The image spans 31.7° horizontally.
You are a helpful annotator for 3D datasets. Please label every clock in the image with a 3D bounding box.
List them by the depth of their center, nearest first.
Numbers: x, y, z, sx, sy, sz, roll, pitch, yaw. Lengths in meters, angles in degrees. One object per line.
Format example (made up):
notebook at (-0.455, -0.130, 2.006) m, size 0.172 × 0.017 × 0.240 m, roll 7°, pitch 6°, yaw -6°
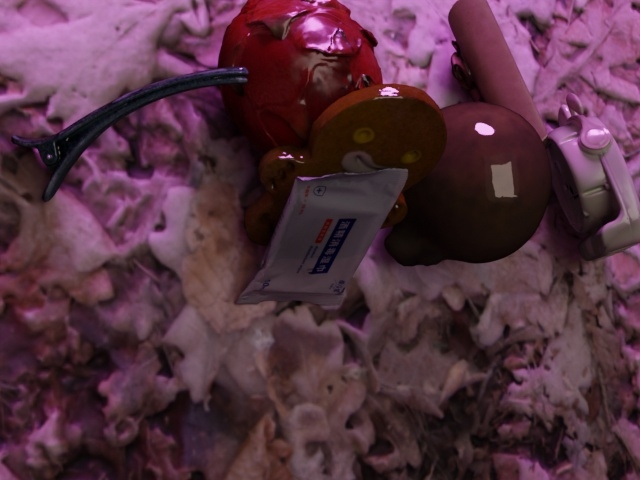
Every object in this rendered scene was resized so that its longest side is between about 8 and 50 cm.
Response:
clock at (0.312, -0.074, 1.317) m, size 0.062 × 0.151 × 0.190 m, roll -19°, pitch 82°, yaw 1°

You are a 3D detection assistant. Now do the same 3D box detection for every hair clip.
hair clip at (-0.177, -0.120, 1.069) m, size 0.230 × 0.039 × 0.070 m, roll -28°, pitch 93°, yaw 2°

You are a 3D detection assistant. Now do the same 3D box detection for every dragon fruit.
dragon fruit at (-0.018, -0.166, 1.145) m, size 0.172 × 0.172 × 0.209 m, roll -17°, pitch 80°, yaw -29°

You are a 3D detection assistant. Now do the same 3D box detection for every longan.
longan at (0.151, -0.052, 1.210) m, size 0.204 × 0.185 × 0.159 m, roll -44°, pitch 136°, yaw 4°

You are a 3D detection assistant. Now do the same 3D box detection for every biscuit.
biscuit at (0.026, -0.063, 1.116) m, size 0.180 × 0.236 × 0.039 m, roll 17°, pitch 40°, yaw -33°

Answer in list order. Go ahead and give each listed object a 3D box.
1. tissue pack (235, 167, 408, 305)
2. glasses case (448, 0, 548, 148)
tissue pack at (0.000, 0.000, 1.123) m, size 0.123 × 0.193 × 0.026 m, roll 1°, pitch 46°, yaw -28°
glasses case at (0.197, -0.181, 1.320) m, size 0.070 × 0.102 × 0.193 m, roll -24°, pitch 80°, yaw 7°
